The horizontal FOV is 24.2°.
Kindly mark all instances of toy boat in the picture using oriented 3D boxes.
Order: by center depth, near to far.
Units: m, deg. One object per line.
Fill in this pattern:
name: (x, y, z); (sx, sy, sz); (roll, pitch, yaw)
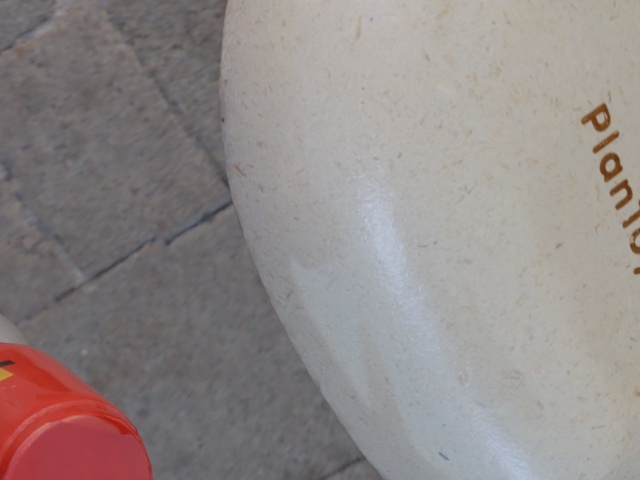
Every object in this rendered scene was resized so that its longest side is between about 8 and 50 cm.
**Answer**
toy boat: (0.000, 0.000, 0.495); (0.148, 0.318, 0.267); (11, 124, 59)
